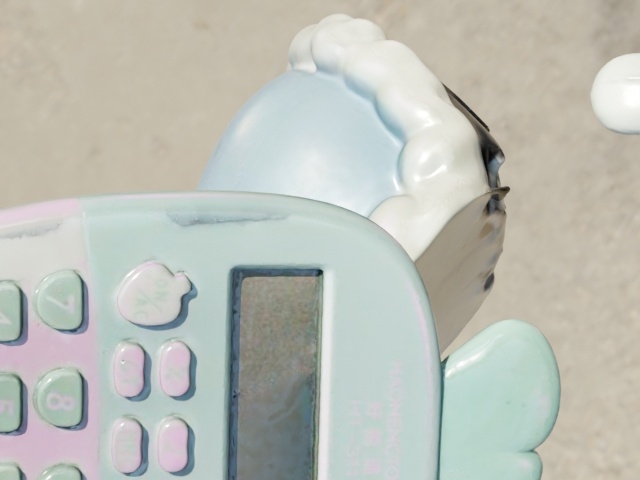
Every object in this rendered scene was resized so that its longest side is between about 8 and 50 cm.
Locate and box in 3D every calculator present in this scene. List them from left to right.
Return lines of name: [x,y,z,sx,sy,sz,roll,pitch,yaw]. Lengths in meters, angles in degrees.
calculator: [-0.054,0.073,0.746,0.298,0.041,0.186,-2,100,-13]

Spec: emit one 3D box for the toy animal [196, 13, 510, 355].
toy animal: [0.000,0.000,1.001,0.156,0.204,0.208,39,170,17]

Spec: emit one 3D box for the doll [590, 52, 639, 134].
doll: [0.339,-0.071,1.330,0.237,0.111,0.252,0,166,36]
